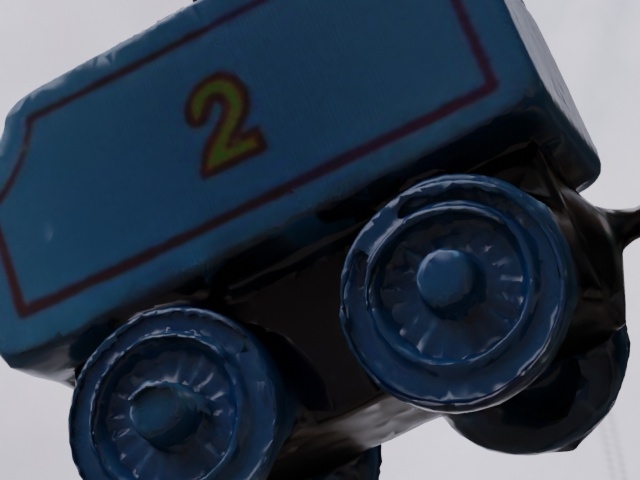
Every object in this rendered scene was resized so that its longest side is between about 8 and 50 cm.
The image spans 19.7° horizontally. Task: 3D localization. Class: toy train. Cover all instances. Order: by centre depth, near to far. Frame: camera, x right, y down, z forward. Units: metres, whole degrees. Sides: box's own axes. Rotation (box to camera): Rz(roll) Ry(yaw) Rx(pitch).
[{"bbox_3d":[0.000,0.000,0.894,0.300,0.265,0.188,-27,-22,12],"label":"toy train"}]

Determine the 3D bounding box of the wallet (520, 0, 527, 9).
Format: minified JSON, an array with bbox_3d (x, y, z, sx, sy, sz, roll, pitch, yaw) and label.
[{"bbox_3d":[-0.009,-0.071,1.175,0.318,0.172,0.045,-25,-21,9],"label":"wallet"}]
